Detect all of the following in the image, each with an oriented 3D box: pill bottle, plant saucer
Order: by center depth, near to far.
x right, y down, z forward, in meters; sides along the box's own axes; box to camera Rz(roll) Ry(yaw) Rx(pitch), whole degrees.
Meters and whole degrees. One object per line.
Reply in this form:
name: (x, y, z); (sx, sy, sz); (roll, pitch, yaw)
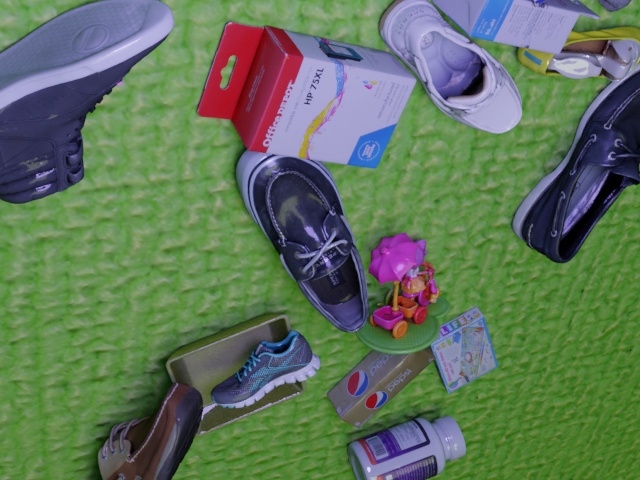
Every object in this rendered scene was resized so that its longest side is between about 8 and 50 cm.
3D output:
plant saucer: (-0.127, 0.192, 1.405); (0.189, 0.045, 0.188); (-21, 134, -10)
pill bottle: (0.156, 0.381, 1.670); (0.194, 0.108, 0.108); (-17, 133, -14)

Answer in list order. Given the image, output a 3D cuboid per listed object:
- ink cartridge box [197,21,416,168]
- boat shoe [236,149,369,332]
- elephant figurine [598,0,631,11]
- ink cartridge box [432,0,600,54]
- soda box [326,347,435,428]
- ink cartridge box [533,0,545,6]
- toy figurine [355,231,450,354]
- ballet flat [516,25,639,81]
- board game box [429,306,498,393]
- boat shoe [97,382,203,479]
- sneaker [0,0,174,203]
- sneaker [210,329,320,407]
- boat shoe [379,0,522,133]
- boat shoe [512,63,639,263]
ink cartridge box: (-0.017, -0.173, 1.130); (0.231, 0.078, 0.134); (4, 125, -30)
boat shoe: (0.000, 0.000, 1.256); (0.121, 0.119, 0.335); (-33, 135, 1)
elephant figurine: (0.455, -0.412, 1.148); (0.239, 0.186, 0.169); (68, 40, -55)
ink cartridge box: (0.242, -0.285, 1.152); (0.180, 0.104, 0.060); (4, 125, -30)
soda box: (0.100, 0.224, 1.539); (0.181, 0.061, 0.058); (-45, 133, 13)
ink cartridge box: (0.255, -0.442, 1.021); (0.165, 0.065, 0.332); (-33, 131, -18)
toy figurine: (0.130, 0.059, 1.396); (0.173, 0.130, 0.159); (-28, 129, -36)
ballet flat: (0.374, -0.248, 1.272); (0.231, 0.077, 0.077); (-4, 128, -25)
board game box: (0.245, 0.191, 1.613); (0.103, 0.026, 0.154); (-28, 135, -4)
boat shoe: (-0.274, 0.331, 1.384); (0.120, 0.122, 0.324); (28, 122, 2)
sneaker: (-0.270, -0.146, 1.010); (0.296, 0.104, 0.147); (-27, 137, 4)
sneaker: (-0.087, 0.182, 1.353); (0.167, 0.065, 0.076); (-24, 118, -12)
boat shoe: (0.183, -0.202, 1.197); (0.277, 0.096, 0.098); (29, 110, -41)
boat shoe: (0.426, -0.107, 1.394); (0.127, 0.113, 0.340); (22, 115, -38)
